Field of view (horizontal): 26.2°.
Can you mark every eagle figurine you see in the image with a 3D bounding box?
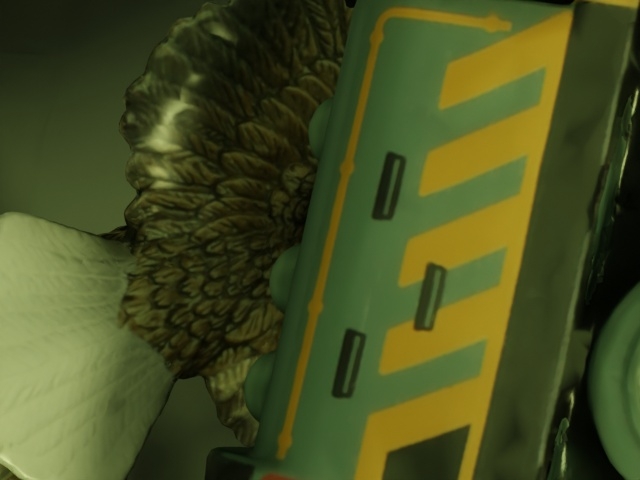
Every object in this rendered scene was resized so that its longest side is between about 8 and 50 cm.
[{"bbox_3d":[-0.002,-0.007,0.567,0.298,0.226,0.225,-24,50,9],"label":"eagle figurine"}]

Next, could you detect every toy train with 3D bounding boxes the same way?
[{"bbox_3d":[0.069,0.037,0.423,0.190,0.142,0.333,11,86,17],"label":"toy train"}]

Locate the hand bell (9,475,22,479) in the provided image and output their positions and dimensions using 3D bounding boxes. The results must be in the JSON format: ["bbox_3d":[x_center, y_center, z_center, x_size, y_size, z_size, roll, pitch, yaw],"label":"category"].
[{"bbox_3d":[-0.211,0.204,0.600,0.242,0.126,0.126,-40,70,10],"label":"hand bell"}]
